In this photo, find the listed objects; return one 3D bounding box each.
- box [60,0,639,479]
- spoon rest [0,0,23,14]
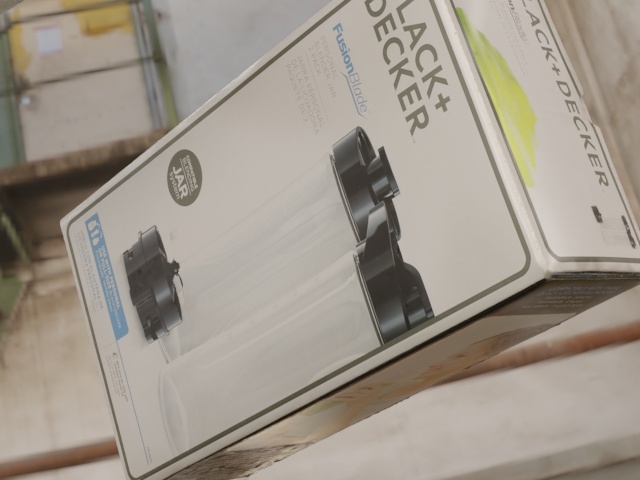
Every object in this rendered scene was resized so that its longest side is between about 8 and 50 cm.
[{"bbox_3d":[0.000,0.000,0.642,0.087,0.169,0.290,2,-26,-47],"label":"box"},{"bbox_3d":[-0.119,-0.168,0.629,0.084,0.276,0.137,42,-26,-9],"label":"spoon rest"}]
